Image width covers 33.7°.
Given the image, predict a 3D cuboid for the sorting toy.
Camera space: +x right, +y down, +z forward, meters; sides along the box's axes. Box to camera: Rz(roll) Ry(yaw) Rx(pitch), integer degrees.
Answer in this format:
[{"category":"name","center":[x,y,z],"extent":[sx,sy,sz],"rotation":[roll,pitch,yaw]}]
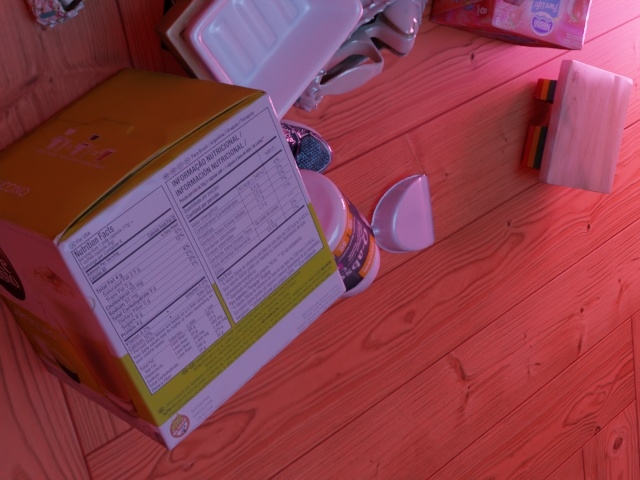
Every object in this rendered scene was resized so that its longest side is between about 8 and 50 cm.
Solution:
[{"category":"sorting toy","center":[0.547,-0.243,2.274],"extent":[0.255,0.089,0.257],"rotation":[5,97,-45]}]

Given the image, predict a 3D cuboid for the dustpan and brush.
[{"category":"dustpan and brush","center":[0.123,-0.026,1.956],"extent":[0.211,0.060,0.147],"rotation":[-29,119,-43]}]

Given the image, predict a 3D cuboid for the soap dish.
[{"category":"soap dish","center":[-0.088,-0.315,1.513],"extent":[0.291,0.118,0.229],"rotation":[-54,132,-19]}]

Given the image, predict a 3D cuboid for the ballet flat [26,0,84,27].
[{"category":"ballet flat","center":[-0.305,-0.387,1.425],"extent":[0.091,0.077,0.241],"rotation":[39,73,-42]}]

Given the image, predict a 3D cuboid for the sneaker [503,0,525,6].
[{"category":"sneaker","center":[0.291,-0.477,1.784],"extent":[0.305,0.114,0.152],"rotation":[2,96,-3]}]

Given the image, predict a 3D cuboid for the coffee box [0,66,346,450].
[{"category":"coffee box","center":[-0.233,0.003,1.414],"extent":[0.338,0.338,0.334],"rotation":[-41,126,-27]}]

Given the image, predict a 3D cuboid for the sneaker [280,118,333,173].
[{"category":"sneaker","center":[-0.091,-0.133,1.675],"extent":[0.299,0.112,0.120],"rotation":[-1,102,-44]}]

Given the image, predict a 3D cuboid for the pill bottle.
[{"category":"pill bottle","center":[0.000,0.000,1.716],"extent":[0.162,0.162,0.278],"rotation":[-67,157,-8]}]

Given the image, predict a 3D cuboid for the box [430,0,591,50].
[{"category":"box","center":[0.368,-0.455,2.001],"extent":[0.300,0.154,0.142],"rotation":[2,99,-45]}]

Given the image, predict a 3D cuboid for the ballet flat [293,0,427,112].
[{"category":"ballet flat","center":[0.074,-0.331,1.759],"extent":[0.409,0.147,0.147],"rotation":[-39,125,-27]}]

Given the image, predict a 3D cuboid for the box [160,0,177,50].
[{"category":"box","center":[-0.152,-0.366,1.576],"extent":[0.147,0.078,0.180],"rotation":[-4,104,-43]}]
